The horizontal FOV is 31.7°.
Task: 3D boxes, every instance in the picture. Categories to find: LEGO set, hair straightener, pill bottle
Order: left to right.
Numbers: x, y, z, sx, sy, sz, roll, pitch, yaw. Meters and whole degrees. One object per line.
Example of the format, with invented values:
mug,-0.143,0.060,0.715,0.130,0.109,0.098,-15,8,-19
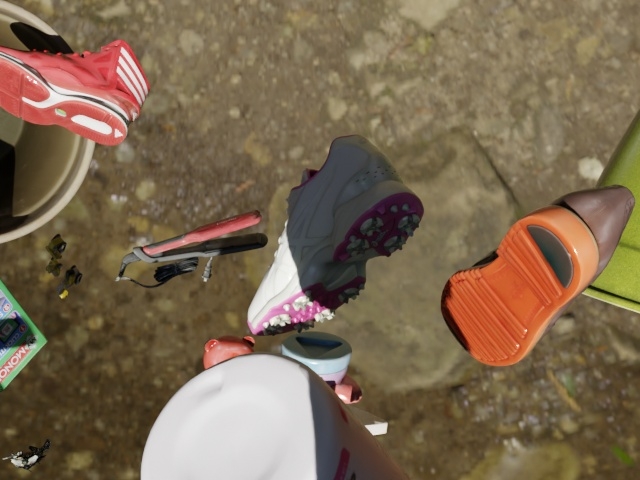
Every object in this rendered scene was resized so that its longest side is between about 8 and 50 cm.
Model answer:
LEGO set,-0.327,0.243,1.224,0.083,0.054,0.023,-21,98,-22
hair straightener,-0.185,0.029,1.643,0.230,0.047,0.089,-19,118,-3
pill bottle,-0.006,0.222,0.904,0.160,0.160,0.283,-23,138,13

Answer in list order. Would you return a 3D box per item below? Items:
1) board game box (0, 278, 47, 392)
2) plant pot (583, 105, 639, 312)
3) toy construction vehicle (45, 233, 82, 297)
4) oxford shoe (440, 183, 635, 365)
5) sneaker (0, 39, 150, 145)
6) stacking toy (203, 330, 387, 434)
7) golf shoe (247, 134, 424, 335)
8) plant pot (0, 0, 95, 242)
board game box,-0.542,0.185,1.561,0.046,0.317,0.213,18,146,34
plant pot,0.523,-0.063,1.450,0.367,0.366,0.353,16,94,-16
toy construction vehicle,-0.472,0.049,2.035,0.035,0.086,0.098,-28,163,-38
oxford shoe,0.190,0.035,0.993,0.098,0.097,0.271,-32,171,-26
sneaker,-0.319,-0.209,1.419,0.221,0.128,0.087,27,140,2
stacking toy,-0.043,0.249,2.006,0.309,0.279,0.130,-8,114,-32
golf shoe,0.000,0.000,1.339,0.115,0.140,0.306,0,145,-42
plant pot,-0.488,-0.170,1.564,0.323,0.280,0.323,-3,99,-18
